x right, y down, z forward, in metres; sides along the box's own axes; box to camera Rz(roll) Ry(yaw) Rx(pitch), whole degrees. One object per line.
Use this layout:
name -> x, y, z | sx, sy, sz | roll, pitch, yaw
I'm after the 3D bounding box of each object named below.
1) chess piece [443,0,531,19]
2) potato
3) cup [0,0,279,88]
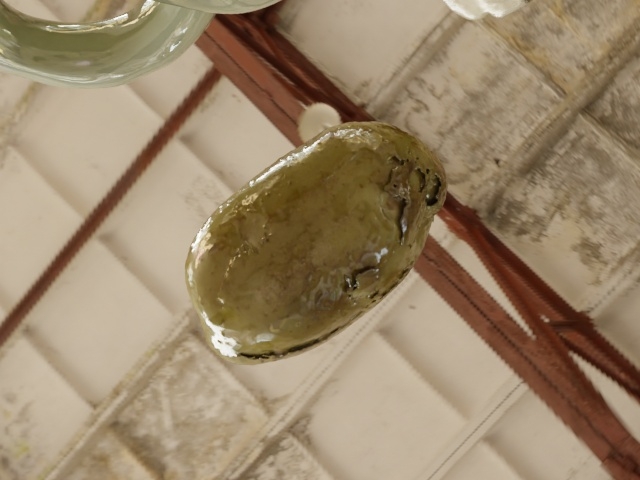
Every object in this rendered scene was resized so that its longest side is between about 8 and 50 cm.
chess piece -> 0.239, -0.251, 0.735 | 0.397, 0.117, 0.117 | -20, -102, 41
potato -> 0.000, 0.000, 0.620 | 0.170, 0.080, 0.107 | -32, -72, -9
cup -> -0.104, -0.170, 0.533 | 0.173, 0.202, 0.255 | -121, -137, -54
